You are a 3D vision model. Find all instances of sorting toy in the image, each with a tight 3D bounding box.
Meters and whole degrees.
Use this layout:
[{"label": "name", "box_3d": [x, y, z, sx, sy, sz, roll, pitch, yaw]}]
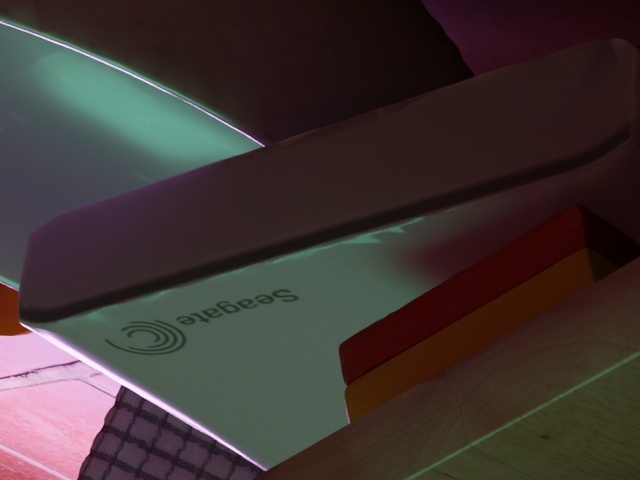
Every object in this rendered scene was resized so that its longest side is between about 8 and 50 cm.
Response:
[{"label": "sorting toy", "box_3d": [0.148, 0.042, 0.513, 0.255, 0.089, 0.257, -33, 136, 29]}]

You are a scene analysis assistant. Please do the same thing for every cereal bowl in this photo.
[{"label": "cereal bowl", "box_3d": [-0.074, -0.069, 0.760, 0.339, 0.141, 0.339, 19, 160, 7]}]

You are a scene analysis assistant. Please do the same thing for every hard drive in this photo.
[{"label": "hard drive", "box_3d": [0.093, 0.063, 0.679, 0.233, 0.047, 0.353, -16, 144, 32]}]

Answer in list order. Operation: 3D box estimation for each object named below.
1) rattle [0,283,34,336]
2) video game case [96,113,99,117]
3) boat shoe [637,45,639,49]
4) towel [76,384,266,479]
[{"label": "rattle", "box_3d": [-0.242, 0.021, 1.363, 0.143, 0.130, 0.199, 18, 138, -18]}, {"label": "video game case", "box_3d": [-0.162, -0.067, 1.033, 0.212, 0.023, 0.193, 24, 165, 27]}, {"label": "boat shoe", "box_3d": [0.201, -0.033, 0.625, 0.258, 0.089, 0.109, 15, 151, 27]}, {"label": "towel", "box_3d": [-0.001, 0.152, 1.164, 0.284, 0.235, 0.121, 24, 168, -1]}]
